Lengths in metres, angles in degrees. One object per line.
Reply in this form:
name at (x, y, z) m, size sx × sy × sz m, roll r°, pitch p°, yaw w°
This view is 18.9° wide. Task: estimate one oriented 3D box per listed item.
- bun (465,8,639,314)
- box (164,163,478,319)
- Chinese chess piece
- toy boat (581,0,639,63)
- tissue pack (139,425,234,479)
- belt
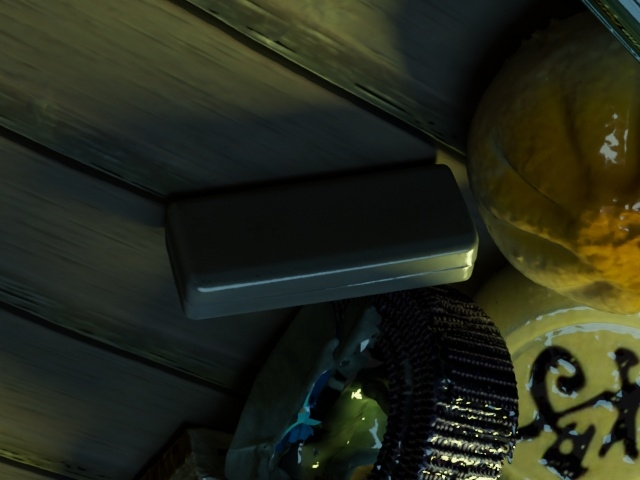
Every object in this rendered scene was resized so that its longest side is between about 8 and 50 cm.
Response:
bun at (0.258, -0.045, 1.513) m, size 0.299 × 0.165 × 0.299 m, roll 3°, pitch 132°, yaw 3°
box at (0.000, 0.000, 1.566) m, size 0.243 × 0.103 × 0.055 m, roll -8°, pitch 139°, yaw -13°
Chinese chess piece at (0.241, 0.122, 1.740) m, size 0.257 × 0.104 × 0.257 m, roll 1°, pitch 122°, yaw 1°
toy boat at (0.205, -0.227, 1.347) m, size 0.296 × 0.122 × 0.114 m, roll 44°, pitch 85°, yaw -16°
tissue pack at (-0.103, 0.285, 1.860) m, size 0.183 × 0.092 × 0.226 m, roll 15°, pitch 129°, yaw -34°
belt at (0.036, 0.176, 1.655) m, size 0.122 × 0.260 × 0.325 m, roll 12°, pitch 126°, yaw -35°
